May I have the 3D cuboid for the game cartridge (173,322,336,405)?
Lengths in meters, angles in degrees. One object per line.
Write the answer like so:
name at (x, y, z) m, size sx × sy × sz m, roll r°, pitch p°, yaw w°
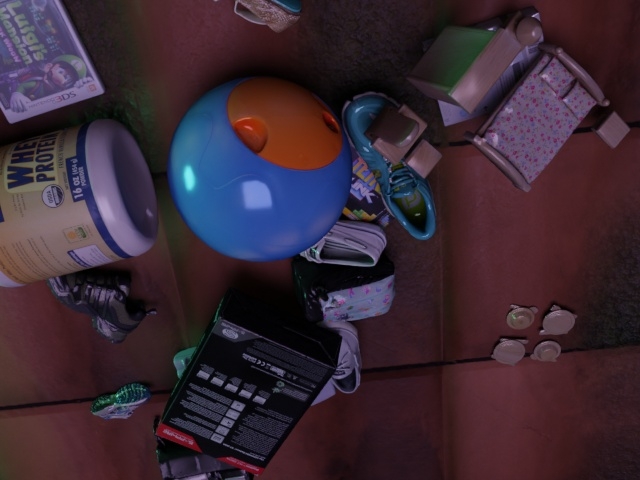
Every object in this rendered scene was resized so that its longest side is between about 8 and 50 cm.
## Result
game cartridge at (-0.126, 0.277, 1.720) m, size 0.294 × 0.060 × 0.196 m, roll -13°, pitch 119°, yaw 6°

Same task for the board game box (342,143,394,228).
board game box at (0.080, -0.106, 1.484) m, size 0.170 × 0.048 × 0.141 m, roll 37°, pitch 115°, yaw -23°

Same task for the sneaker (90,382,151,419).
sneaker at (-0.400, 0.335, 1.752) m, size 0.135 × 0.052 × 0.058 m, roll -17°, pitch 132°, yaw 17°

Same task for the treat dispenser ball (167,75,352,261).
treat dispenser ball at (-0.093, -0.110, 1.329) m, size 0.288 × 0.288 × 0.288 m, roll -1°, pitch 123°, yaw -2°

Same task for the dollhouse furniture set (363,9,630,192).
dollhouse furniture set at (0.302, -0.153, 1.289) m, size 0.355 × 0.174 × 0.303 m, roll 37°, pitch 93°, yaw -23°

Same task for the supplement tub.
supplement tub at (-0.447, -0.053, 1.386) m, size 0.316 × 0.228 × 0.228 m, roll -15°, pitch 122°, yaw 6°

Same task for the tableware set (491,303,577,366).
tableware set at (0.427, 0.191, 1.709) m, size 0.141 × 0.020 × 0.169 m, roll 8°, pitch 123°, yaw -5°

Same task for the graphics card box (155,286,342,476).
graphics card box at (-0.141, 0.274, 1.597) m, size 0.232 × 0.094 × 0.371 m, roll 24°, pitch 129°, yaw -8°

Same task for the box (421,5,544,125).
box at (0.272, -0.281, 1.386) m, size 0.186 × 0.038 × 0.145 m, roll -17°, pitch 121°, yaw 7°

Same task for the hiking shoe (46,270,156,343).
hiking shoe at (-0.410, 0.086, 1.577) m, size 0.114 × 0.086 × 0.227 m, roll -38°, pitch 123°, yaw 5°

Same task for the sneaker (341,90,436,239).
sneaker at (0.126, -0.120, 1.385) m, size 0.107 × 0.110 × 0.275 m, roll -27°, pitch 118°, yaw 9°

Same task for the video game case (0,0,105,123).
video game case at (-0.461, -0.294, 1.352) m, size 0.173 × 0.022 × 0.190 m, roll -16°, pitch 122°, yaw 8°

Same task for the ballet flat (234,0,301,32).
ballet flat at (-0.127, -0.378, 1.289) m, size 0.206 × 0.073 × 0.067 m, roll 30°, pitch 131°, yaw -16°

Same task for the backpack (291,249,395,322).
backpack at (0.047, 0.080, 1.558) m, size 0.182 × 0.152 × 0.115 m, roll -9°, pitch 129°, yaw -11°

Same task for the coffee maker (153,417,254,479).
coffee maker at (-0.242, 0.445, 1.782) m, size 0.178 × 0.120 × 0.171 m, roll -15°, pitch 122°, yaw 7°

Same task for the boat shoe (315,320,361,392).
boat shoe at (0.041, 0.227, 1.633) m, size 0.079 × 0.081 × 0.227 m, roll -8°, pitch 146°, yaw 9°

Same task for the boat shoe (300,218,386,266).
boat shoe at (0.000, 0.000, 1.499) m, size 0.226 × 0.076 × 0.083 m, roll 2°, pitch 132°, yaw 17°
